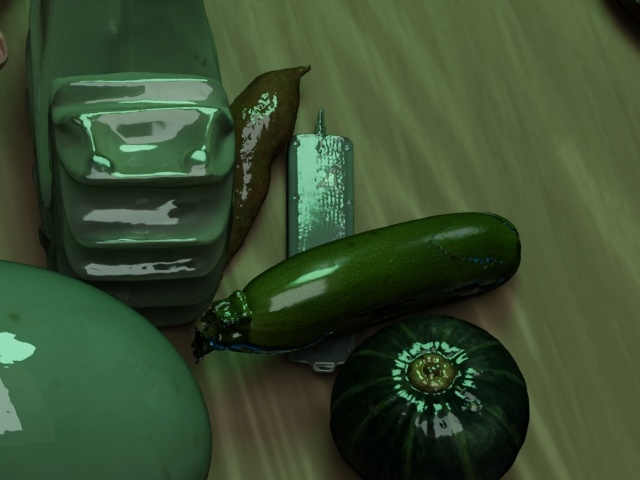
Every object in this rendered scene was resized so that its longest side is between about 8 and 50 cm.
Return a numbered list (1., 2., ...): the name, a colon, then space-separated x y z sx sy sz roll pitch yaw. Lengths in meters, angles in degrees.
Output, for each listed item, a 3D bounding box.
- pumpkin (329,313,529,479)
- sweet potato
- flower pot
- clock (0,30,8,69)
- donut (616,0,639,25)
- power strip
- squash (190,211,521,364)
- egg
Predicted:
1. pumpkin: 0.090 0.142 1.536 0.167 0.125 0.167 7 47 -7
2. sweet potato: -0.069 -0.072 1.634 0.068 0.068 0.226 21 72 0
3. flower pot: -0.161 -0.124 1.537 0.165 0.254 0.367 -4 66 -10
4. clock: -0.418 -0.197 1.541 0.142 0.241 0.227 -36 108 -58
5. donut: 0.386 -0.294 1.775 0.270 0.103 0.269 3 66 -7
6. power strip: 0.000 0.000 1.633 0.060 0.027 0.252 3 67 -7
7. squash: 0.036 0.036 1.565 0.331 0.087 0.087 -15 71 -27
8. egg: -0.276 0.149 1.393 0.389 0.276 0.276 5 67 -9
